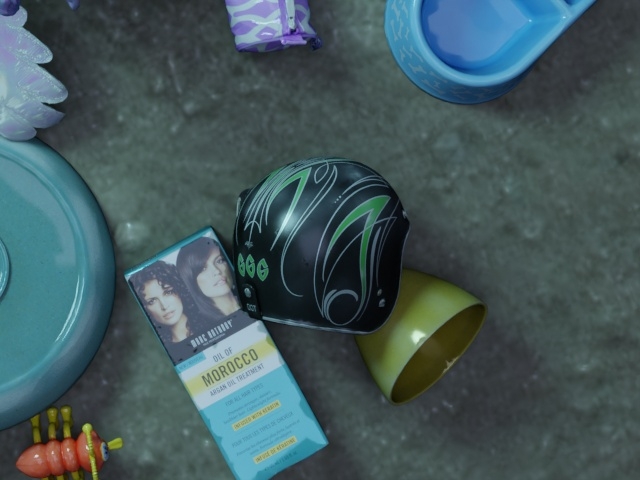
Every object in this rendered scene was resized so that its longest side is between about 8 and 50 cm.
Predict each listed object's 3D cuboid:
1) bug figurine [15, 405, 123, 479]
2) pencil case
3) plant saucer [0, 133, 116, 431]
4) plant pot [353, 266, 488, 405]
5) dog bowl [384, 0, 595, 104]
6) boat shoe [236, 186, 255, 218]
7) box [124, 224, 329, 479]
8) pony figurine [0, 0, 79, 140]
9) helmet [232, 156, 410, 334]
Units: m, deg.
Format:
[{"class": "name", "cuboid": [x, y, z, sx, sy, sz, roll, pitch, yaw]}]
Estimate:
[{"class": "bug figurine", "cuboid": [-0.276, 0.313, 1.689, 0.216, 0.072, 0.279, -14, 95, -5]}, {"class": "pencil case", "cuboid": [-0.058, -0.280, 1.669, 0.086, 0.088, 0.206, -13, 93, -17]}, {"class": "plant saucer", "cuboid": [-0.348, 0.028, 1.637, 0.317, 0.044, 0.318, 3, 80, -16]}, {"class": "plant pot", "cuboid": [0.084, 0.081, 1.696, 0.134, 0.134, 0.095, -46, 68, -2]}, {"class": "dog bowl", "cuboid": [0.198, -0.265, 1.705, 0.297, 0.074, 0.166, -44, 96, -3]}, {"class": "boat shoe", "cuboid": [-0.060, 0.009, 1.712, 0.046, 0.038, 0.125, -14, 99, -36]}, {"class": "box", "cuboid": [-0.092, 0.115, 1.702, 0.100, 0.060, 0.244, -29, 96, -4]}, {"class": "pony figurine", "cuboid": [-0.289, -0.283, 1.529, 0.351, 0.363, 0.303, 43, 87, -15]}, {"class": "helmet", "cuboid": [0.000, 0.000, 1.635, 0.169, 0.169, 0.161, 9, 92, -6]}]
